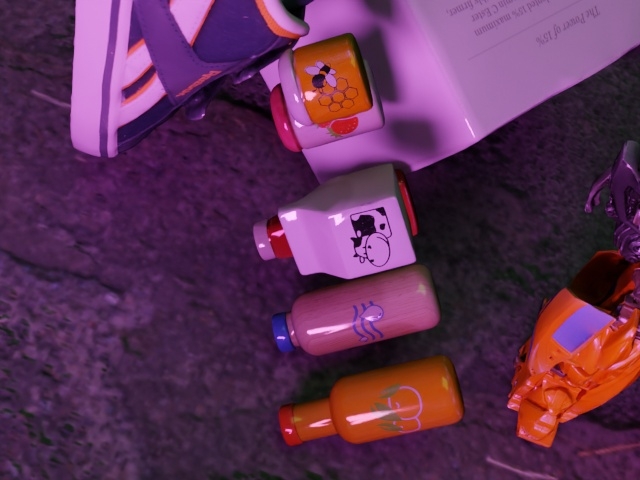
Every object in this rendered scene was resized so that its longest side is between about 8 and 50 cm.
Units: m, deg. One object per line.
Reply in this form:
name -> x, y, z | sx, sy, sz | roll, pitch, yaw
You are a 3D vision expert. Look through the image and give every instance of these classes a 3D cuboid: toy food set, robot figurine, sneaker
toy food set -> 0.000, 0.000, 0.575 | 0.104, 0.232, 0.111 | -15, 30, 9
robot figurine -> 0.222, 0.044, 0.549 | 0.211, 0.291, 0.085 | 21, 56, -2
sneaker -> -0.069, -0.131, 0.559 | 0.127, 0.321, 0.126 | 6, 70, -13

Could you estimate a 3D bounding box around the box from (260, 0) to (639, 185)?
box -> 0.042, -0.234, 0.662 | 0.215, 0.168, 0.345 | -31, 96, -32
